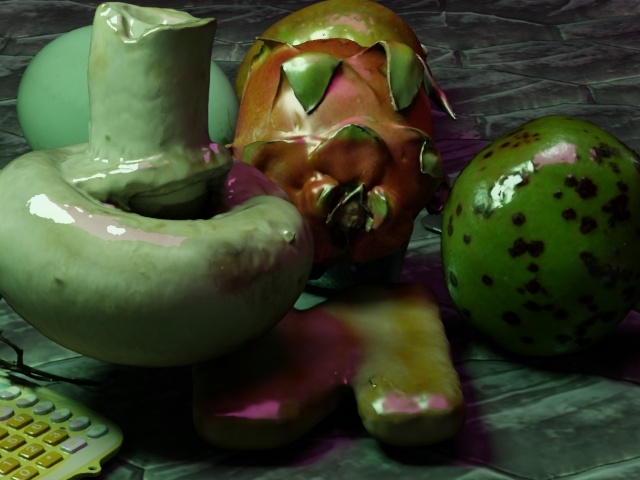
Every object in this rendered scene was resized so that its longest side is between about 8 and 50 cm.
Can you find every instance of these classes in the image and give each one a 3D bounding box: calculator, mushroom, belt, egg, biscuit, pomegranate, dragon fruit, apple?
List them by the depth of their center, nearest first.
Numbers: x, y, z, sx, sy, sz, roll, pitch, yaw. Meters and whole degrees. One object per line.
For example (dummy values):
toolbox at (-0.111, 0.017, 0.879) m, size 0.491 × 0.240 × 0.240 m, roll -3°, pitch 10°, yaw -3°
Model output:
calculator at (-0.277, 0.161, 1.552) m, size 0.237 × 0.033 × 0.157 m, roll 17°, pitch 25°, yaw 30°
mushroom at (-0.137, -0.048, 1.574) m, size 0.293 × 0.290 × 0.292 m, roll 10°, pitch 19°, yaw -3°
biscuit at (0.003, 0.108, 1.656) m, size 0.237 × 0.062 × 0.290 m, roll -2°, pitch 20°, yaw -4°
pomegranate at (0.254, -0.008, 1.740) m, size 0.286 × 0.230 × 0.231 m, roll -1°, pitch 21°, yaw -4°
dragon fruit at (0.020, -0.081, 1.761) m, size 0.224 × 0.224 × 0.227 m, roll -8°, pitch 60°, yaw -23°
belt at (-0.006, -0.003, 1.916) m, size 0.148 × 0.082 × 0.163 m, roll 2°, pitch 19°, yaw -24°
egg at (-0.216, -0.142, 2.094) m, size 0.283 × 0.203 × 0.203 m, roll 18°, pitch 27°, yaw 31°
apple at (0.011, -0.175, 2.191) m, size 0.235 × 0.210 × 0.173 m, roll -10°, pitch 1°, yaw 1°

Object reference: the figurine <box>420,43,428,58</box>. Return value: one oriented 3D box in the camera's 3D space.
figurine at (0.040, -0.188, 2.360) m, size 0.143 × 0.143 × 0.271 m, roll 21°, pitch 53°, yaw 41°

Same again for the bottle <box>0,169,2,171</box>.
bottle at (-0.411, -0.043, 2.027) m, size 0.060 × 0.060 × 0.217 m, roll 17°, pitch 26°, yaw 35°

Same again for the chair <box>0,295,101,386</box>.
chair at (-0.333, 0.021, 1.695) m, size 0.326 × 0.170 × 0.160 m, roll 10°, pitch -19°, yaw 34°

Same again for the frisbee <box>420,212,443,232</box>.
frisbee at (0.217, 0.000, 2.015) m, size 0.187 × 0.012 × 0.211 m, roll -7°, pitch 22°, yaw -21°
